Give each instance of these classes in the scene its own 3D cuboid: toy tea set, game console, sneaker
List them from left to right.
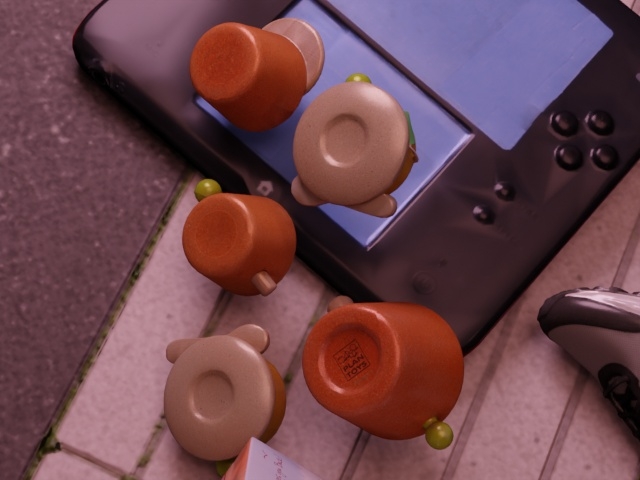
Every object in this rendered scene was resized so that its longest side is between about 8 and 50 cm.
[{"bbox_3d":[0.000,0.000,1.176,0.200,0.124,0.336,-5,78,26],"label":"toy tea set"},{"bbox_3d":[0.056,-0.137,1.292,0.386,0.060,0.342,41,64,8],"label":"game console"},{"bbox_3d":[0.266,0.132,1.198,0.271,0.100,0.108,39,70,6],"label":"sneaker"}]

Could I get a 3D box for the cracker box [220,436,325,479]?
[{"bbox_3d":[0.032,0.234,1.049,0.232,0.156,0.067,33,104,-7],"label":"cracker box"}]
